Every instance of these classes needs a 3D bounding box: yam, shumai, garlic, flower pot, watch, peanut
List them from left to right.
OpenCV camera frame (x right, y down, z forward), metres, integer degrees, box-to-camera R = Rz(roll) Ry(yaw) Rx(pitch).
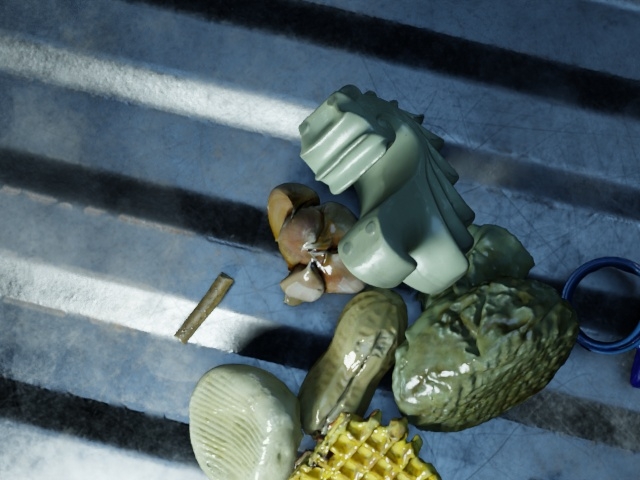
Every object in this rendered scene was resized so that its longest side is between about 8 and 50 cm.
[{"bbox_3d":[-0.206,0.120,1.723,0.032,0.032,0.145,37,84,5],"label":"yam"},{"bbox_3d":[0.000,0.000,1.679,0.160,0.191,0.214,0,72,-18],"label":"garlic"},{"bbox_3d":[0.057,0.211,1.663,0.130,0.130,0.290,29,84,4],"label":"peanut"},{"bbox_3d":[0.115,-0.075,1.598,0.164,0.254,0.368,-42,51,31],"label":"flower pot"},{"bbox_3d":[0.235,0.134,1.622,0.330,0.292,0.288,-30,60,1],"label":"shumai"},{"bbox_3d":[0.513,0.128,1.672,0.200,0.171,0.196,22,83,18],"label":"watch"}]

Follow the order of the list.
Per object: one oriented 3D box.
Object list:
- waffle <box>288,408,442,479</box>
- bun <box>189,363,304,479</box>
[{"bbox_3d":[0.057,0.392,1.600,0.309,0.065,0.283,-6,116,15],"label":"waffle"},{"bbox_3d":[-0.115,0.311,1.626,0.231,0.133,0.231,1,91,38],"label":"bun"}]
